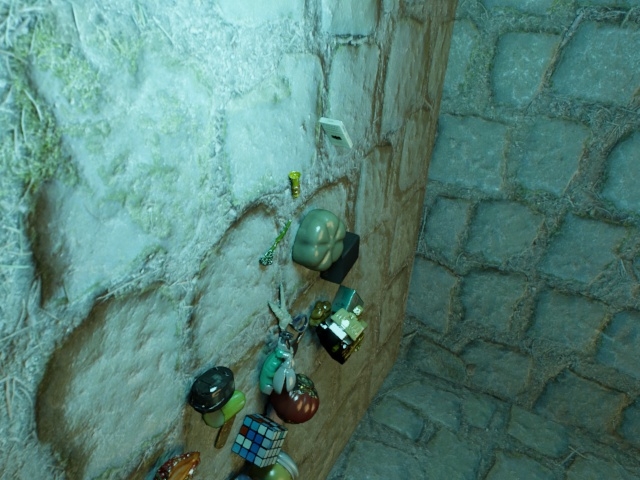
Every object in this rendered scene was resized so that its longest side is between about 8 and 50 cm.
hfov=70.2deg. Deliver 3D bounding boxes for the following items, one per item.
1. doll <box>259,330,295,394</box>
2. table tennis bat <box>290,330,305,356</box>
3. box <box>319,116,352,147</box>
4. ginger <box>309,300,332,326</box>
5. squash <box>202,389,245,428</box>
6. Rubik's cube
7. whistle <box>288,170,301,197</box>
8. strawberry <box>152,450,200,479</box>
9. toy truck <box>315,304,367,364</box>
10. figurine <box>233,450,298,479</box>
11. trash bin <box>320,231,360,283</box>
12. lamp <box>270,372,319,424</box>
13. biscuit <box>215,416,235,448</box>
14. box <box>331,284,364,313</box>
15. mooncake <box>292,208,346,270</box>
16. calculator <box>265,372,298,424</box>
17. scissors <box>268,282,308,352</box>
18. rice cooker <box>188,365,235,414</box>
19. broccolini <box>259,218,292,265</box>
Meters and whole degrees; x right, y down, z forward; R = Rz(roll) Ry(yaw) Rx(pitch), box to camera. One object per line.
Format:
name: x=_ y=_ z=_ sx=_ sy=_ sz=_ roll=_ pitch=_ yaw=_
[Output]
doll: x=-0.159 y=0.518 z=1.860 sx=0.195 sy=0.153 sz=0.258 roll=-63 pitch=174 yaw=-56
table tennis bat: x=-0.077 y=0.505 z=2.087 sx=0.170 sy=0.119 sz=0.107 roll=-58 pitch=154 yaw=-24
box: x=0.064 y=-0.419 z=1.783 sx=0.024 sy=0.090 sz=0.167 roll=-67 pitch=155 yaw=-12
ginger: x=0.000 y=0.340 z=2.196 sx=0.162 sy=0.073 sz=0.103 roll=-34 pitch=139 yaw=-47
squash: x=-0.333 y=0.597 z=1.654 sx=0.188 sy=0.095 sz=0.095 roll=-15 pitch=120 yaw=-65
Rubik's cube: x=-0.251 y=0.836 z=1.911 sx=0.154 sy=0.151 sz=0.155 roll=-66 pitch=156 yaw=-10
whistle: x=-0.093 y=-0.209 z=1.679 sx=0.046 sy=0.057 sz=0.109 roll=-12 pitch=142 yaw=-11
strawberry: x=-0.476 y=0.750 z=1.455 sx=0.192 sy=0.085 sz=0.140 roll=-65 pitch=147 yaw=-28
toy truck: x=0.119 y=0.465 z=2.270 sx=0.254 sy=0.180 sz=0.405 roll=-41 pitch=159 yaw=-14
figurine: x=-0.251 y=1.031 z=1.957 sx=0.382 sy=0.224 sz=0.205 roll=-4 pitch=106 yaw=-64
trash bin: x=0.098 y=0.073 z=2.180 sx=0.225 sy=0.115 sz=0.165 roll=-46 pitch=144 yaw=-51
lamp: x=-0.116 y=0.692 z=1.983 sx=0.227 sy=0.227 sz=0.227 roll=-44 pitch=144 yaw=-46
biscuit: x=-0.366 y=0.733 z=1.755 sx=0.071 sy=0.018 sz=0.147 roll=33 pitch=76 yaw=-64
box: x=0.149 y=0.361 z=2.497 sx=0.153 sy=0.092 sz=0.245 roll=-65 pitch=156 yaw=-17
mooncake: x=0.000 y=0.000 z=1.892 sx=0.275 sy=0.135 sz=0.275 roll=-37 pitch=136 yaw=-46
calculator: x=-0.171 y=0.756 z=2.144 sx=0.293 sy=0.051 sz=0.173 roll=-39 pitch=139 yaw=-50
scissors: x=-0.149 y=0.330 z=1.923 sx=0.256 sy=0.029 sz=0.383 roll=-49 pitch=145 yaw=-33
rice cooker: x=-0.354 y=0.490 z=1.501 sx=0.165 sy=0.112 sz=0.106 roll=-32 pitch=128 yaw=-55
broccolini: x=-0.163 y=0.003 z=1.678 sx=0.044 sy=0.042 sz=0.218 roll=70 pitch=38 yaw=-52
